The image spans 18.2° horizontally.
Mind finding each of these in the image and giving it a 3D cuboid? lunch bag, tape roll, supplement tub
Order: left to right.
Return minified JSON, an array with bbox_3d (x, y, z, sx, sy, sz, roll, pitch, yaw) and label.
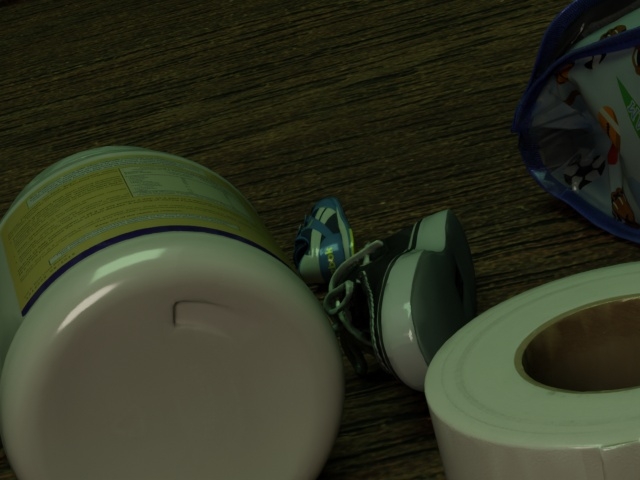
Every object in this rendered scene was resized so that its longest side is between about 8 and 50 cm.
[{"bbox_3d":[-0.131,0.068,1.489,0.241,0.241,0.331,-18,21,-7],"label":"supplement tub"},{"bbox_3d":[0.198,0.134,1.197,0.246,0.169,0.246,-13,20,5],"label":"tape roll"},{"bbox_3d":[0.379,-0.144,1.723,0.328,0.239,0.385,-22,6,-18],"label":"lunch bag"}]

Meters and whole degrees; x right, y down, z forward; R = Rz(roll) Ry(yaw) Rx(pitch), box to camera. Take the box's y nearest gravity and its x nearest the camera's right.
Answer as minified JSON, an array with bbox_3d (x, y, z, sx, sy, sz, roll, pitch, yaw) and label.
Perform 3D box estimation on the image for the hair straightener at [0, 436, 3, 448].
[{"bbox_3d":[-0.321,0.190,1.576,0.089,0.047,0.230,6,29,44],"label":"hair straightener"}]

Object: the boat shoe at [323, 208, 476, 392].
[{"bbox_3d":[0.058,0.050,1.593,0.105,0.113,0.306,-17,17,12],"label":"boat shoe"}]

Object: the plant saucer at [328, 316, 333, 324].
[{"bbox_3d":[-0.028,0.085,1.697,0.083,0.013,0.083,-13,20,5],"label":"plant saucer"}]

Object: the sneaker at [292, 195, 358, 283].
[{"bbox_3d":[0.000,0.000,1.844,0.059,0.053,0.144,-17,19,-1],"label":"sneaker"}]
